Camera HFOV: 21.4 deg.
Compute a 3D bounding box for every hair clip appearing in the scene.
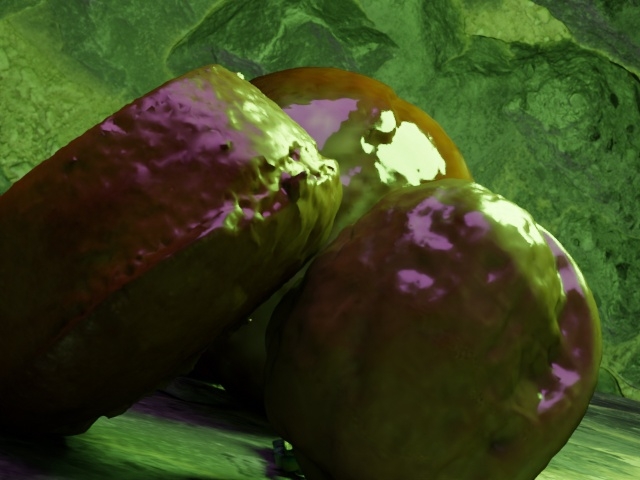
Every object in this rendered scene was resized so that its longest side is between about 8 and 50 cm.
[{"bbox_3d":[-0.016,0.163,1.375,0.049,0.049,0.173,14,6,-4],"label":"hair clip"}]

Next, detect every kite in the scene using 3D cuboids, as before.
[{"bbox_3d":[-0.171,0.136,1.739,0.245,0.015,0.141,16,-1,37],"label":"kite"}]

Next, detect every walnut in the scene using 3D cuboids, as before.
[{"bbox_3d":[0.083,0.078,1.219,0.257,0.257,0.224,14,-28,29],"label":"walnut"}]

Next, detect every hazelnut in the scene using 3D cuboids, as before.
[{"bbox_3d":[0.000,0.000,1.661,0.315,0.372,0.372,-16,-7,12],"label":"hazelnut"}]

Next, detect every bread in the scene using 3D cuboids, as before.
[{"bbox_3d":[-0.132,0.013,1.202,0.172,0.312,0.312,52,4,5],"label":"bread"}]

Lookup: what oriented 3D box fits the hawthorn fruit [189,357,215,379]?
[{"bbox_3d":[-0.119,0.067,1.878,0.185,0.185,0.202,14,4,5],"label":"hawthorn fruit"}]
